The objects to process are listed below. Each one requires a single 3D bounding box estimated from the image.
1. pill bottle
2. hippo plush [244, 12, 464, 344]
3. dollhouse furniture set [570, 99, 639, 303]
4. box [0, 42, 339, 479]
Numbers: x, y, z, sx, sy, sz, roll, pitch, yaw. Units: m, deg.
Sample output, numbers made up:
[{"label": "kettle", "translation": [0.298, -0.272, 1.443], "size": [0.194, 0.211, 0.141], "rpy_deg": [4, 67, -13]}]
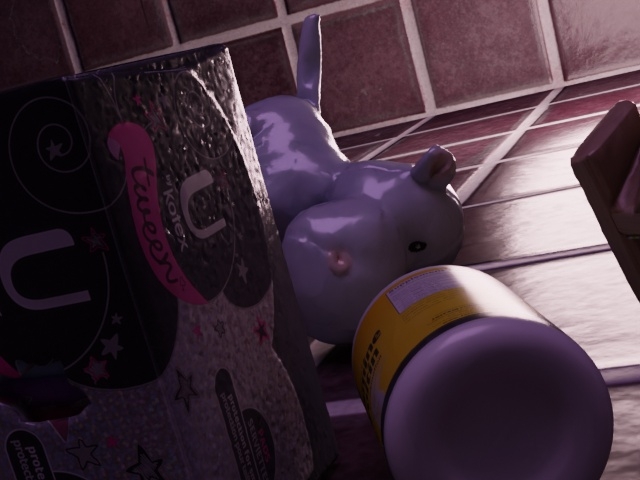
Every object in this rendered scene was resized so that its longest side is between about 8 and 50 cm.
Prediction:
[{"label": "pill bottle", "translation": [0.071, 0.070, 0.531], "size": [0.103, 0.103, 0.184], "rpy_deg": [-15, 10, -3]}, {"label": "hippo plush", "translation": [0.000, 0.000, 0.879], "size": [0.237, 0.234, 0.294], "rpy_deg": [26, 47, 25]}, {"label": "dollhouse furniture set", "translation": [0.437, -0.070, 0.648], "size": [0.362, 0.256, 0.394], "rpy_deg": [-3, 37, 50]}, {"label": "box", "translation": [-0.104, 0.040, 0.524], "size": [0.142, 0.247, 0.163], "rpy_deg": [-12, 11, 22]}]
